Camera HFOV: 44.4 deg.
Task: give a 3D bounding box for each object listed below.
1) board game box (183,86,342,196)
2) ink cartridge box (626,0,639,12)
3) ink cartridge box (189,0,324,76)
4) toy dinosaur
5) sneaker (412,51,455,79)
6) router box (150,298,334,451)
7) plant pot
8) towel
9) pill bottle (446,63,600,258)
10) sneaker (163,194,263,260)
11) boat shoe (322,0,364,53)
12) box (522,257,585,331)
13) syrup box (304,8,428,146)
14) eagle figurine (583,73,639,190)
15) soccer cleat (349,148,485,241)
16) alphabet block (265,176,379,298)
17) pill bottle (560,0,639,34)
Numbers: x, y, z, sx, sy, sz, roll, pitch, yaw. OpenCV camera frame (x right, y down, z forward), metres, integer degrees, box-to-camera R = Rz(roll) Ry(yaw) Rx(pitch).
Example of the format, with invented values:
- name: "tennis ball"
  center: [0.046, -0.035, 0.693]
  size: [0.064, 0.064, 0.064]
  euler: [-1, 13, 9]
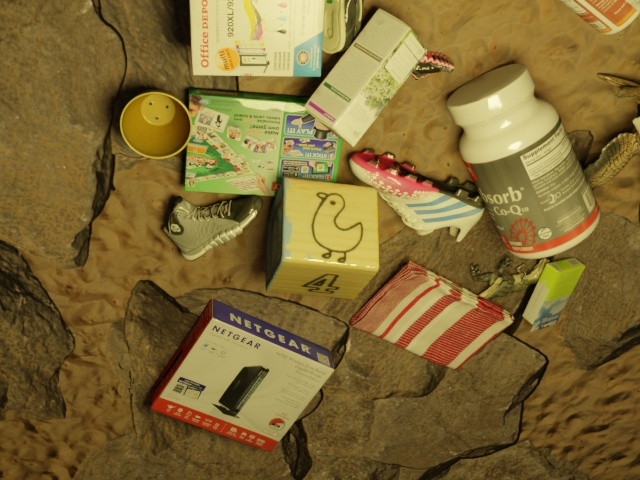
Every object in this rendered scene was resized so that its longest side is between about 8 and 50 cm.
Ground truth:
- name: "board game box"
  center: [-0.116, -0.194, 1.610]
  size: [0.317, 0.046, 0.213]
  euler: [3, 120, -11]
- name: "ink cartridge box"
  center: [0.588, -0.512, 1.451]
  size: [0.189, 0.232, 0.066]
  euler: [27, 135, -23]
- name: "ink cartridge box"
  center: [-0.120, -0.401, 1.416]
  size: [0.233, 0.168, 0.171]
  euler: [-1, 121, -8]
- name: "toy dinosaur"
  center: [0.419, 0.096, 1.859]
  size: [0.268, 0.064, 0.118]
  euler: [-24, 128, 9]
- name: "sneaker"
  center: [0.209, -0.348, 1.576]
  size: [0.119, 0.047, 0.057]
  euler: [9, 125, -6]
- name: "router box"
  center: [-0.189, 0.332, 1.884]
  size: [0.335, 0.082, 0.301]
  euler: [26, 113, -21]
- name: "plant pot"
  center: [-0.316, -0.239, 1.523]
  size: [0.134, 0.095, 0.134]
  euler: [-4, 121, -6]
- name: "towel"
  center: [0.269, 0.193, 1.879]
  size: [0.329, 0.037, 0.237]
  euler: [26, 126, -22]
- name: "pill bottle"
  center: [0.411, -0.161, 1.606]
  size: [0.210, 0.210, 0.363]
  euler: [-28, 110, 8]
- name: "sneaker"
  center: [-0.239, -0.055, 1.639]
  size: [0.229, 0.086, 0.132]
  euler: [-33, 115, 22]
- name: "boat shoe"
  center: [0.045, -0.471, 1.469]
  size: [0.079, 0.084, 0.233]
  euler: [-18, 122, -43]
- name: "box"
  center: [0.555, 0.130, 1.881]
  size: [0.109, 0.042, 0.178]
  euler: [-9, 128, -36]
- name: "syrup box"
  center: [0.086, -0.308, 1.499]
  size: [0.237, 0.096, 0.093]
  euler: [-51, 146, 5]
- name: "eagle figurine"
  center: [0.676, -0.180, 1.666]
  size: [0.225, 0.226, 0.298]
  euler: [-4, 118, -30]
- name: "soccer cleat"
  center: [0.197, -0.084, 1.683]
  size: [0.331, 0.116, 0.143]
  euler: [18, 116, -18]
- name: "alphabet block"
  center: [0.000, 0.000, 1.623]
  size: [0.197, 0.192, 0.193]
  euler: [5, 158, -13]
- name: "pill bottle"
  center: [0.505, -0.497, 1.487]
  size: [0.216, 0.121, 0.121]
  euler: [29, 112, -23]
